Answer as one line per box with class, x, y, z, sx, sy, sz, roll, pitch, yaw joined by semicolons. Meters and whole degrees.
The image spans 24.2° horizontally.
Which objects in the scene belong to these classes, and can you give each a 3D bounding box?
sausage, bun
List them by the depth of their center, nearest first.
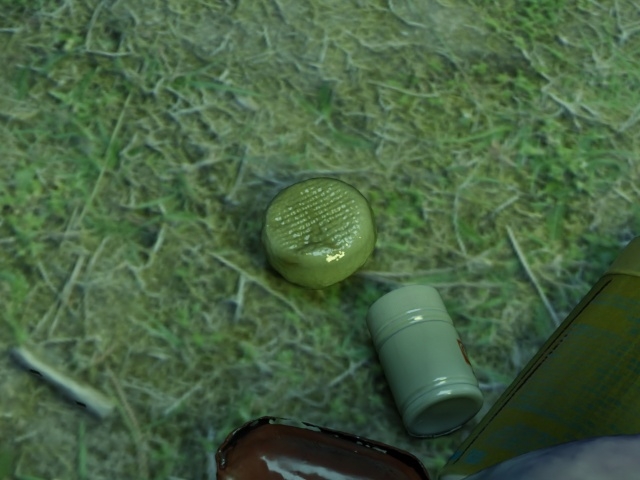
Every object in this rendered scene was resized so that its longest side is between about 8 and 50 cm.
sausage;0.002;0.155;0.927;0.141;0.076;0.076;14;53;0
bun;0.000;0.000;1.054;0.086;0.055;0.086;-5;50;5

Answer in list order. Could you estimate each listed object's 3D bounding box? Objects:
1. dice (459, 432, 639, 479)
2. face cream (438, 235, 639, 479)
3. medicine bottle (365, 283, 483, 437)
dice;0.177;0.268;0.743;0.271;0.270;0.270;2;54;-7
face cream;0.213;0.099;0.999;0.139;0.067;0.285;29;55;25
medicine bottle;0.069;0.080;1.001;0.057;0.057;0.089;-11;56;-16
